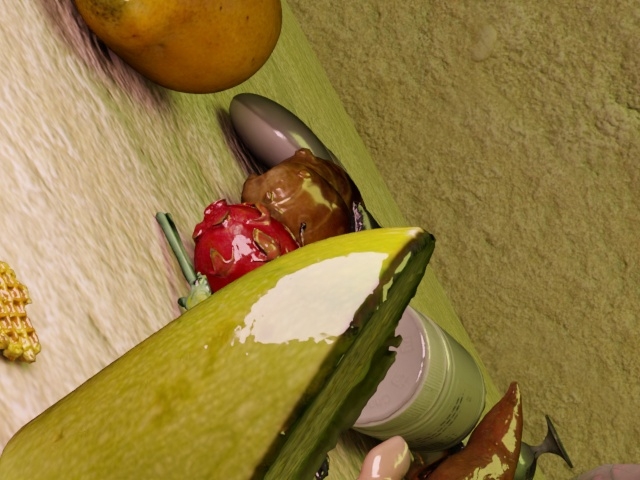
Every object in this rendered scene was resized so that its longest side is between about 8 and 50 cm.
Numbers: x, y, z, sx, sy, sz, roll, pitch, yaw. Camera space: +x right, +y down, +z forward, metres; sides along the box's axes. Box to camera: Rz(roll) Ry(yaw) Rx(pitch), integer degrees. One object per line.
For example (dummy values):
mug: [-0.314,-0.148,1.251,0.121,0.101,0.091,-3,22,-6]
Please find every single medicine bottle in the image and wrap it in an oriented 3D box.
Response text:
medicine bottle: [0.116,0.199,1.413,0.190,0.190,0.332,66,12,25]

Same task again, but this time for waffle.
waffle: [-0.232,0.046,0.704,0.078,0.016,0.085,50,15,-45]

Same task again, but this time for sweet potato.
sweet potato: [0.222,0.351,1.426,0.354,0.095,0.106,-39,115,-40]

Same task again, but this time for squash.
squash: [-0.028,0.132,0.643,0.210,0.309,0.233,63,11,9]

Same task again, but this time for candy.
candy: [-0.131,0.058,1.032,0.073,0.077,0.262,18,31,-43]

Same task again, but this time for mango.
mango: [-0.195,-0.324,1.274,0.264,0.221,0.378,65,20,4]

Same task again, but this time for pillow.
pillow: [0.084,0.035,1.429,0.208,0.055,0.141,37,45,-66]

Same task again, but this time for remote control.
remote control: [-0.045,-0.150,1.715,0.221,0.103,0.332,38,-1,32]

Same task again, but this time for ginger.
ginger: [0.002,-0.005,1.510,0.274,0.152,0.357,61,13,-3]

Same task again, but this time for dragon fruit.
dragon fruit: [-0.081,0.031,1.139,0.166,0.136,0.133,46,50,-24]

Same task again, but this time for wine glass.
wine glass: [0.317,0.400,1.705,0.103,0.231,0.103,59,9,-16]

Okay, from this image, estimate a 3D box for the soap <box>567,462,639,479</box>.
soap: [0.454,0.514,1.736,0.115,0.347,0.208,62,12,-2]

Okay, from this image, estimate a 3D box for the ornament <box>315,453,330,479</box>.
ornament: [-0.010,0.246,1.169,0.073,0.028,0.125,57,13,-14]

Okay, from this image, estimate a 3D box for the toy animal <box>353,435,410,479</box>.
toy animal: [0.089,0.356,1.015,0.250,0.154,0.166,55,21,-16]

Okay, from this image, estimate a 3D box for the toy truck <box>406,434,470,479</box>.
toy truck: [0.188,0.324,1.601,0.114,0.135,0.270,37,22,-59]
